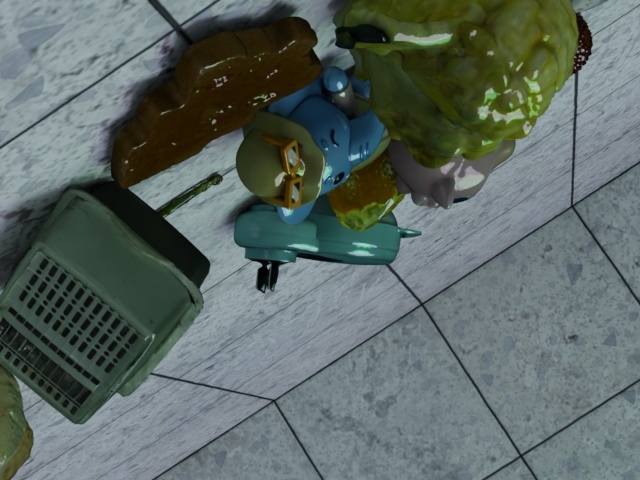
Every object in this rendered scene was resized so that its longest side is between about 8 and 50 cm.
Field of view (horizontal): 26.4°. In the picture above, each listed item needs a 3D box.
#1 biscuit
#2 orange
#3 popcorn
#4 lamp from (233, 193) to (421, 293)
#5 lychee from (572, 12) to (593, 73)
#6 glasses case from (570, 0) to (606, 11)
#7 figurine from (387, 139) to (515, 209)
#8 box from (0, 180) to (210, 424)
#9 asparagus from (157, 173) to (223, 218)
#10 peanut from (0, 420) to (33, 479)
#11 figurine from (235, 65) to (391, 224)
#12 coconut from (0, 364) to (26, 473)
[{"bbox_3d":[-0.135,-0.158,1.551,0.301,0.043,0.278,-35,169,17],"label":"biscuit"},{"bbox_3d":[0.109,-0.116,2.010,0.237,0.158,0.179,-22,172,-22],"label":"orange"},{"bbox_3d":[0.151,-0.224,1.562,0.293,0.293,0.237,122,-12,-62],"label":"popcorn"},{"bbox_3d":[-0.001,-0.012,2.128,0.284,0.147,0.209,-14,-174,-31],"label":"lamp"},{"bbox_3d":[0.342,-0.292,2.013,0.123,0.123,0.129,-29,158,-14],"label":"lychee"},{"bbox_3d":[0.414,-0.408,1.844,0.113,0.075,0.297,-29,167,-21],"label":"glasses case"},{"bbox_3d":[0.198,-0.179,1.843,0.186,0.287,0.176,12,178,-22],"label":"figurine"},{"bbox_3d":[-0.280,0.078,1.689,0.290,0.220,0.166,-47,-177,45],"label":"box"},{"bbox_3d":[-0.188,-0.054,1.862,0.127,0.015,0.018,-32,176,1],"label":"asparagus"},{"bbox_3d":[-0.578,0.373,2.304,0.197,0.110,0.233,-19,163,-46],"label":"peanut"},{"bbox_3d":[-0.001,-0.143,1.755,0.262,0.154,0.180,-45,165,-30],"label":"figurine"},{"bbox_3d":[-0.517,0.257,1.772,0.239,0.239,0.244,-20,163,-43],"label":"coconut"}]
